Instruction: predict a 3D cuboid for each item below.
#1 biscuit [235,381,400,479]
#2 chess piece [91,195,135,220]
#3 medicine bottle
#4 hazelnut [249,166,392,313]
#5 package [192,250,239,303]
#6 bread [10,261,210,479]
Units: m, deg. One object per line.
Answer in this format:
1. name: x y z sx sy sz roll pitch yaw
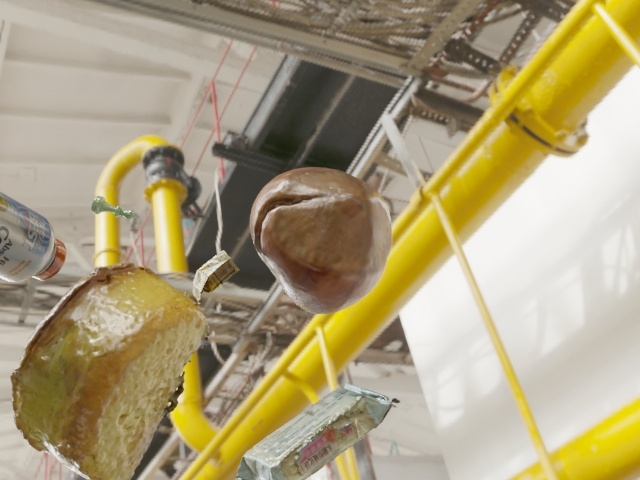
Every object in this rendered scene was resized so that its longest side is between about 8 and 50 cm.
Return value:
1. biscuit: -0.010 0.374 1.368 0.309 0.079 0.186 -30 11 -28
2. chess piece: -0.453 -0.067 1.585 0.093 0.042 0.042 17 -42 1
3. medicine bottle: -0.651 -0.012 1.458 0.157 0.157 0.289 -26 -32 15
4. hazelnut: 0.000 0.000 1.692 0.315 0.372 0.372 -12 -35 -27
5. package: -0.266 0.087 1.758 0.131 0.071 0.047 -39 -58 -5
6. bread: -0.260 0.154 0.836 0.260 0.160 0.147 -59 -23 -1
